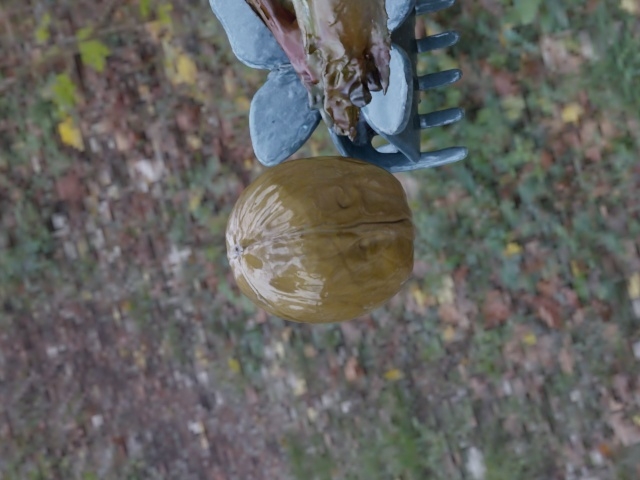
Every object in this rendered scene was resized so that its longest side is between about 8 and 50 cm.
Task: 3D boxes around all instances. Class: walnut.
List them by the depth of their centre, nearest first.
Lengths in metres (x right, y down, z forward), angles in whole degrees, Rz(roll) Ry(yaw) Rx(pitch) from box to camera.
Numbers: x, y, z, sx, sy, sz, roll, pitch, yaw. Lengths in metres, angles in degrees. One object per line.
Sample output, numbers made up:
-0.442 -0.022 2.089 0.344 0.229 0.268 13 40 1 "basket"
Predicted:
0.000 0.000 1.335 0.165 0.197 0.165 27 124 51 "walnut"

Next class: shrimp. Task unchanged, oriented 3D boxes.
-0.022 -0.191 0.926 0.154 0.062 0.294 4 126 34 "shrimp"

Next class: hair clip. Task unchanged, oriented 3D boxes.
0.068 -0.258 1.945 0.238 0.392 0.318 13 -111 -51 "hair clip"
